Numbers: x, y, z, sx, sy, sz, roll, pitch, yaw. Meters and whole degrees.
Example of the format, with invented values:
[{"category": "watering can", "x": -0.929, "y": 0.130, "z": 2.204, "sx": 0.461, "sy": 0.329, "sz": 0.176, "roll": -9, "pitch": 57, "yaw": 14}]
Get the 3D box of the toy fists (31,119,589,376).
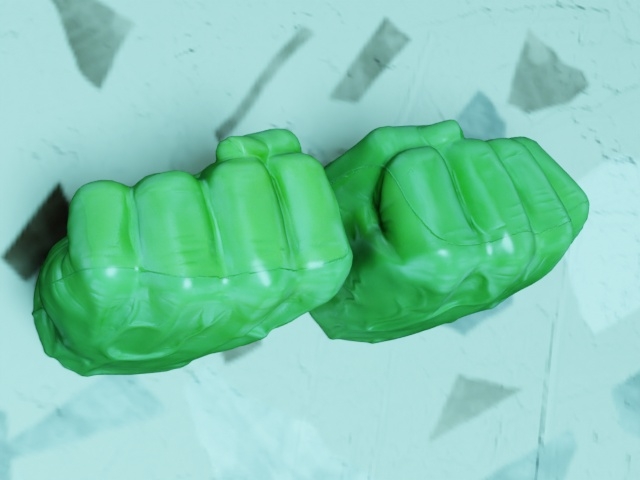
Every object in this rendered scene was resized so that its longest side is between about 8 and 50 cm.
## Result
[{"category": "toy fists", "x": 0.000, "y": 0.000, "z": 0.854, "sx": 0.279, "sy": 0.142, "sz": 0.096, "roll": -5, "pitch": 80, "yaw": -28}]
